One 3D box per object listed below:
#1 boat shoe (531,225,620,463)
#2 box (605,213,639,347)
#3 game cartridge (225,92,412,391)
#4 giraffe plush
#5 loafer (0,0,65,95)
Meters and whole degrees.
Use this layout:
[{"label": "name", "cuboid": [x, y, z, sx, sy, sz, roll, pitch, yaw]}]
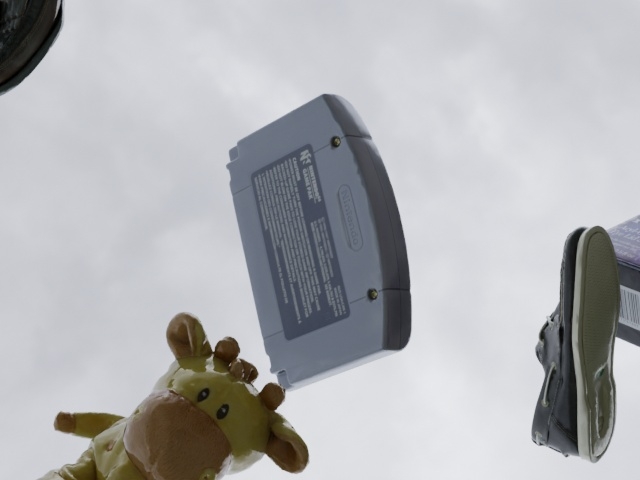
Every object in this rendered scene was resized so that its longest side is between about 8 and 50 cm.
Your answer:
[{"label": "boat shoe", "cuboid": [0.239, 0.097, 1.156, 0.084, 0.079, 0.233, -18, -67, -46]}, {"label": "box", "cuboid": [0.416, 0.032, 1.345, 0.207, 0.153, 0.108, -24, -65, -24]}, {"label": "game cartridge", "cuboid": [0.000, 0.000, 1.335, 0.062, 0.198, 0.297, 8, -115, -53]}, {"label": "giraffe plush", "cuboid": [-0.099, 0.156, 0.830, 0.181, 0.170, 0.210, 34, -150, -14]}, {"label": "loafer", "cuboid": [-0.286, -0.248, 1.139, 0.084, 0.096, 0.267, 58, -145, -40]}]
